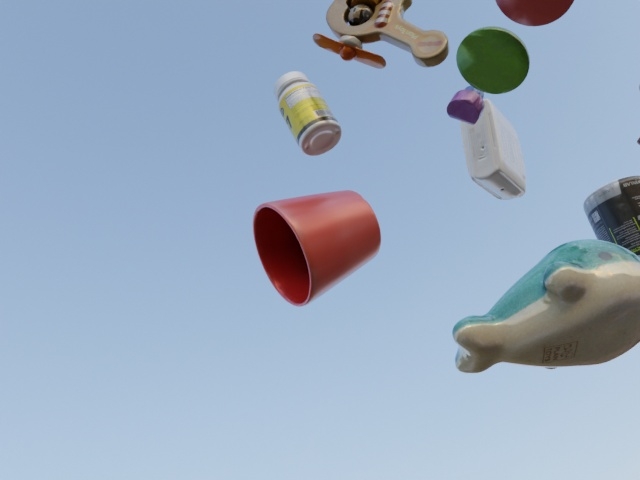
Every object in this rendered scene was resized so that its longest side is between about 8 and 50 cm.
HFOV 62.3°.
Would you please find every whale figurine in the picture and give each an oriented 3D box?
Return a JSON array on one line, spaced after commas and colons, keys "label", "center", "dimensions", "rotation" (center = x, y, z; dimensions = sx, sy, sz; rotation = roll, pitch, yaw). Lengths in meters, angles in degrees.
[{"label": "whale figurine", "center": [0.300, 0.090, 0.710], "dimensions": [0.272, 0.141, 0.216], "rotation": [-17, -45, 3]}]

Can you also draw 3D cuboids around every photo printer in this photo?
[{"label": "photo printer", "center": [0.540, -0.268, 1.630], "dimensions": [0.107, 0.256, 0.307], "rotation": [-15, -18, 34]}]

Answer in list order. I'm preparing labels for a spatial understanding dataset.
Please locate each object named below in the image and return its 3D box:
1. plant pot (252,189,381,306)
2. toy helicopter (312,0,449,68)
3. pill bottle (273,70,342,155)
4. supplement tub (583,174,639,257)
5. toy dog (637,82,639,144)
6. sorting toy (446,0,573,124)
[{"label": "plant pot", "center": [0.000, 0.000, 1.327], "dimensions": [0.243, 0.275, 0.275], "rotation": [-21, -50, -28]}, {"label": "toy helicopter", "center": [0.143, -0.487, 1.230], "dimensions": [0.235, 0.355, 0.140], "rotation": [-44, -33, -5]}, {"label": "pill bottle", "center": [-0.038, -0.331, 1.370], "dimensions": [0.119, 0.208, 0.119], "rotation": [-21, -27, -12]}, {"label": "supplement tub", "center": [0.877, -0.003, 1.456], "dimensions": [0.193, 0.316, 0.193], "rotation": [-9, -25, -4]}, {"label": "toy dog", "center": [0.804, -0.256, 1.095], "dimensions": [0.220, 0.333, 0.161], "rotation": [34, -94, -13]}, {"label": "sorting toy", "center": [0.327, -0.359, 0.918], "dimensions": [0.127, 0.126, 0.365], "rotation": [31, -28, 7]}]
